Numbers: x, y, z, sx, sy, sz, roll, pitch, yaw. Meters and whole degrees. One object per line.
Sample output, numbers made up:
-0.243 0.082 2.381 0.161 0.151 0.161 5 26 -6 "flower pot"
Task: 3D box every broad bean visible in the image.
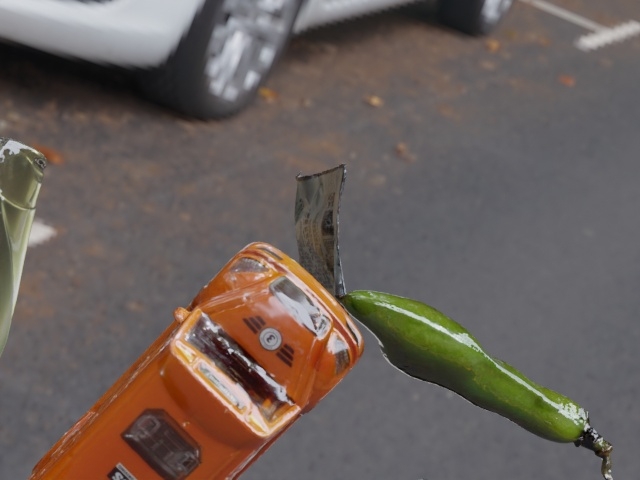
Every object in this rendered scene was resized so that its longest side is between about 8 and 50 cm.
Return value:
0.150 0.125 1.615 0.325 0.067 0.075 29 0 -17 "broad bean"

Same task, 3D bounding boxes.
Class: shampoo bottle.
-0.374 0.063 1.792 0.125 0.350 0.084 30 -15 -33 "shampoo bottle"

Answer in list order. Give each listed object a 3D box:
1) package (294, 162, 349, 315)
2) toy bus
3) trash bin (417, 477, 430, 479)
0.000 0.000 1.803 0.030 0.154 0.239 -3 2 -13 "package"
-0.119 0.158 1.454 0.143 0.329 0.153 45 19 0 "toy bus"
0.093 0.370 2.065 0.175 0.161 0.175 55 9 -12 "trash bin"
